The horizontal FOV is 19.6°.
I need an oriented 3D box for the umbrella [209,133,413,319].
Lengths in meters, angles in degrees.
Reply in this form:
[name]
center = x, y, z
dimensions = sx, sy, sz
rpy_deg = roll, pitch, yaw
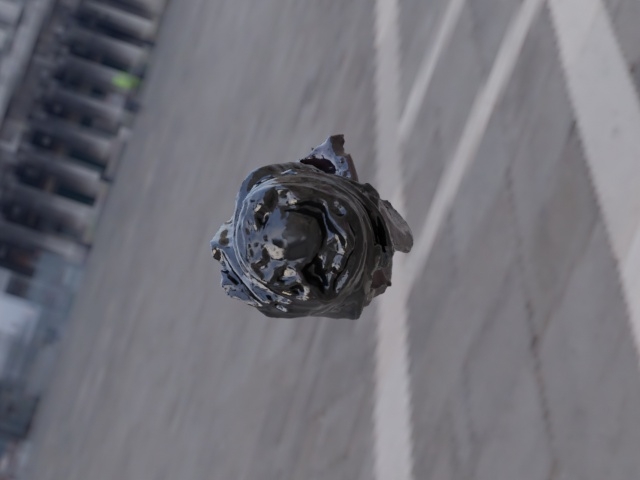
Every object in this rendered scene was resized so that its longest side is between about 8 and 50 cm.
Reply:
[umbrella]
center = 0.000, 0.000, 1.016
dimensions = 0.090, 0.094, 0.326
rpy_deg = -38, -3, 4
